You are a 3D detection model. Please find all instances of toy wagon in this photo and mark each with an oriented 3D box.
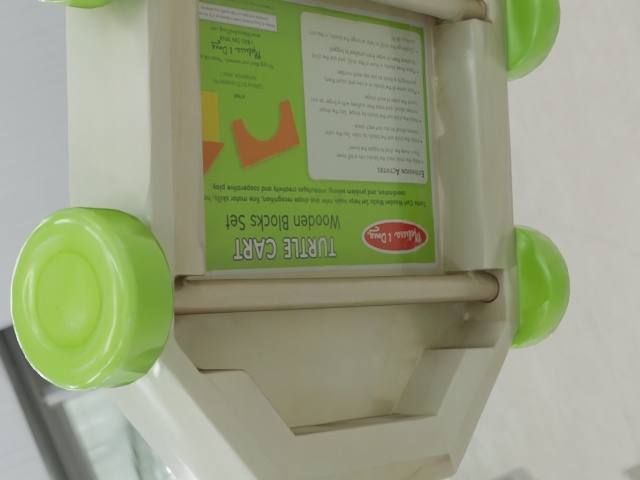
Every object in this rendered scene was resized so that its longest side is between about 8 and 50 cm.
[{"bbox_3d":[0.000,0.000,0.530,0.267,0.068,0.344,1,-94,-52],"label":"toy wagon"}]
